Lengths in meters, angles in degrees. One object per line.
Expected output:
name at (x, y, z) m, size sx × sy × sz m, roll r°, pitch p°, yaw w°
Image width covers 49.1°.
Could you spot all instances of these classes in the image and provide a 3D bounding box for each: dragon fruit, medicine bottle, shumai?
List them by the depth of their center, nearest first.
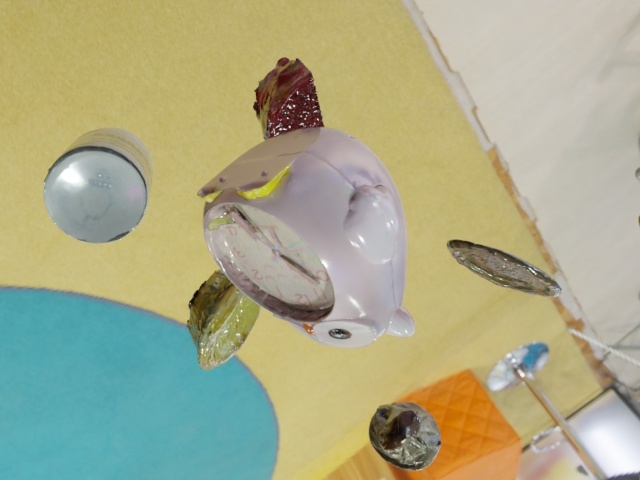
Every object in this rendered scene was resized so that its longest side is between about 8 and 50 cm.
dragon fruit at (-0.074, -0.254, 1.414) m, size 0.126 × 0.161 × 0.274 m, roll -26°, pitch 145°, yaw -6°
medicine bottle at (-0.443, -0.125, 1.438) m, size 0.190 × 0.332 × 0.190 m, roll -3°, pitch 106°, yaw -11°
shumai at (0.218, 0.482, 1.801) m, size 0.201 × 0.201 × 0.120 m, roll -14°, pitch 139°, yaw -19°

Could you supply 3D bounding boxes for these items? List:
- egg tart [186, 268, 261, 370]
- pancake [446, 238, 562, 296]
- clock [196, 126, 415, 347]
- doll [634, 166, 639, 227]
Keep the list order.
egg tart at (-0.241, 0.174, 1.737) m, size 0.315 × 0.120 × 0.315 m, roll -57°, pitch 165°, yaw -25°
pancake at (0.296, 0.046, 1.142) m, size 0.199 × 0.199 × 0.021 m, roll 37°, pitch 75°, yaw -46°
clock at (0.000, 0.000, 1.204) m, size 0.250 × 0.368 × 0.377 m, roll -50°, pitch 122°, yaw -35°
doll at (0.849, -0.044, 1.633) m, size 0.237 × 0.252 × 0.111 m, roll 13°, pitch 155°, yaw 0°
